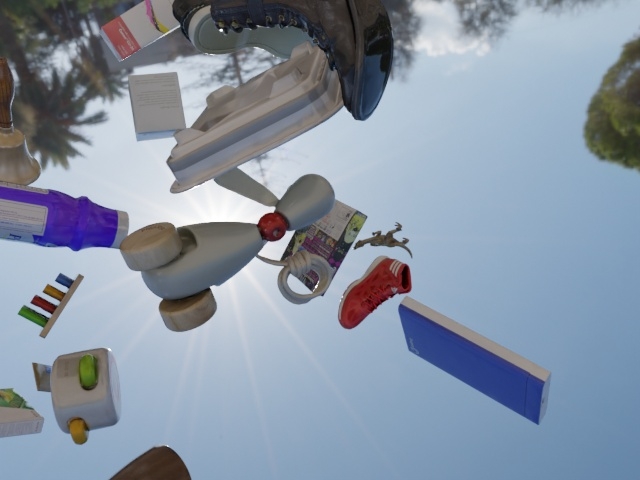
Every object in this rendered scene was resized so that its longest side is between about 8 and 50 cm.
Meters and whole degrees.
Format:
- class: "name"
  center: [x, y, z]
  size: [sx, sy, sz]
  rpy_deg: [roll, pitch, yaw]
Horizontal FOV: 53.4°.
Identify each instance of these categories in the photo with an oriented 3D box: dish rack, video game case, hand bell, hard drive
- class: "dish rack"
  center: [-0.097, -0.208, 0.973]
  size: [0.285, 0.072, 0.333]
  rpy_deg: [-24, -157, 16]
- class: "video game case"
  center: [0.000, 0.000, 1.509]
  size: [0.210, 0.042, 0.232]
  rpy_deg: [-61, -153, 2]
- class: "hand bell"
  center: [-0.591, -0.230, 1.194]
  size: [0.126, 0.242, 0.126]
  rpy_deg: [12, -142, -10]
- class: "hard drive"
  center: [0.313, 0.248, 1.317]
  size: [0.319, 0.210, 0.040]
  rpy_deg: [27, -114, 31]

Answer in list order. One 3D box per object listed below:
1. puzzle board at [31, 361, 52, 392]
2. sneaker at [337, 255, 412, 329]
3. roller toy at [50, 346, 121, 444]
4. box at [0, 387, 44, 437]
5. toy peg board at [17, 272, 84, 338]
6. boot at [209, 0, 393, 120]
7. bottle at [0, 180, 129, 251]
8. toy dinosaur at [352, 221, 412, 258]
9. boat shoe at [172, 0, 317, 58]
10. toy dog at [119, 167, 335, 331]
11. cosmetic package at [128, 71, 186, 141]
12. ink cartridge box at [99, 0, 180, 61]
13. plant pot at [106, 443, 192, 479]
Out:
- class: "puzzle board"
  center: [-0.920, 0.460, 2.124]
  size: [0.011, 0.128, 0.096]
  rpy_deg: [-21, -108, 0]
- class: "sneaker"
  center: [0.139, 0.130, 1.570]
  size: [0.221, 0.087, 0.128]
  rpy_deg: [-56, -152, -16]
- class: "roller toy"
  center: [-0.568, 0.364, 1.535]
  size: [0.146, 0.209, 0.191]
  rpy_deg: [-9, -172, -11]
- class: "box"
  center: [-1.056, 0.534, 1.959]
  size: [0.232, 0.058, 0.322]
  rpy_deg: [21, -175, 38]
- class: "toy peg board"
  center: [-0.634, 0.134, 1.487]
  size: [0.160, 0.079, 0.161]
  rpy_deg: [-62, -161, -14]
- class: "boot"
  center: [-0.034, -0.280, 0.791]
  size: [0.229, 0.263, 0.091]
  rpy_deg: [5, -158, 28]
- class: "bottle"
  center: [-0.448, -0.037, 0.995]
  size: [0.283, 0.092, 0.118]
  rpy_deg: [11, 172, -34]
- class: "toy dinosaur"
  center: [0.161, 0.000, 1.478]
  size: [0.183, 0.053, 0.092]
  rpy_deg: [7, 155, -31]
- class: "boat shoe"
  center: [-0.107, -0.381, 1.092]
  size: [0.302, 0.114, 0.091]
  rpy_deg: [-10, -128, -45]
- class: "toy dog"
  center: [-0.149, -0.003, 0.975]
  size: [0.334, 0.220, 0.161]
  rpy_deg: [-11, -156, -32]
- class: "cosmetic package"
  center: [-0.516, -0.418, 2.004]
  size: [0.151, 0.183, 0.151]
  rpy_deg: [-8, -178, -17]
- class: "ink cartridge box"
  center: [-0.296, -0.404, 1.153]
  size: [0.198, 0.067, 0.115]
  rpy_deg: [-36, -157, -9]
- class: "plant pot"
  center: [-0.490, 0.681, 1.669]
  size: [0.215, 0.215, 0.230]
  rpy_deg: [12, -166, 36]
